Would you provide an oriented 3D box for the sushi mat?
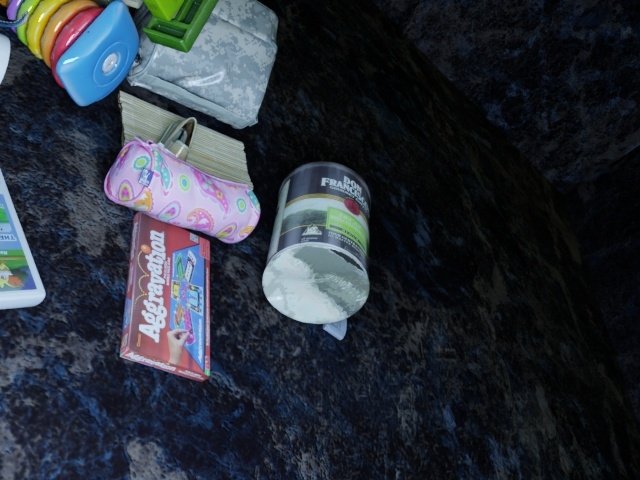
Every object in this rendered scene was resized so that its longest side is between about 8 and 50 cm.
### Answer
[{"bbox_3d":[-0.270,-0.198,1.350,0.316,0.019,0.151,18,42,-42],"label":"sushi mat"}]

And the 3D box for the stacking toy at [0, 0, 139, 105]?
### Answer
[{"bbox_3d":[-0.491,-0.395,1.166,0.302,0.175,0.166,34,-13,5],"label":"stacking toy"}]

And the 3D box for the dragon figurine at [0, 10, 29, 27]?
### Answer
[{"bbox_3d":[-0.587,-0.397,1.021,0.289,0.085,0.144,39,16,25],"label":"dragon figurine"}]

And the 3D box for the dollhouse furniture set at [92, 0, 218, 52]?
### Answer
[{"bbox_3d":[-0.361,-0.489,1.180,0.302,0.151,0.197,21,-11,14],"label":"dollhouse furniture set"}]

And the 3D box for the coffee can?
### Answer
[{"bbox_3d":[0.000,0.000,1.315,0.201,0.201,0.275,36,34,-23],"label":"coffee can"}]

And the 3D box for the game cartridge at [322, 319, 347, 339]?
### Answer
[{"bbox_3d":[0.031,0.166,1.361,0.056,0.017,0.083,34,34,-20],"label":"game cartridge"}]

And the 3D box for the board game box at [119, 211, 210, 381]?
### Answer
[{"bbox_3d":[-0.246,0.084,1.070,0.145,0.027,0.281,26,38,-34],"label":"board game box"}]

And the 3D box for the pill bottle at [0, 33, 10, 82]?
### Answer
[{"bbox_3d":[-0.578,-0.293,0.940,0.221,0.121,0.121,17,45,-44],"label":"pill bottle"}]

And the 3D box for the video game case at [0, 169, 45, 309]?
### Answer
[{"bbox_3d":[-0.540,-0.040,0.806,0.329,0.036,0.300,0,57,-54],"label":"video game case"}]

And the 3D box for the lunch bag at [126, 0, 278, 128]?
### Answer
[{"bbox_3d":[-0.256,-0.399,1.399,0.305,0.213,0.256,20,59,-37],"label":"lunch bag"}]

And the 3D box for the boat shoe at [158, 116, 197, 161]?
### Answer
[{"bbox_3d":[-0.275,-0.162,1.224,0.068,0.072,0.190,34,47,-33],"label":"boat shoe"}]

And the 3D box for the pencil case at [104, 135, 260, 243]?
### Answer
[{"bbox_3d":[-0.232,-0.082,1.143,0.284,0.124,0.124,24,39,-52],"label":"pencil case"}]
